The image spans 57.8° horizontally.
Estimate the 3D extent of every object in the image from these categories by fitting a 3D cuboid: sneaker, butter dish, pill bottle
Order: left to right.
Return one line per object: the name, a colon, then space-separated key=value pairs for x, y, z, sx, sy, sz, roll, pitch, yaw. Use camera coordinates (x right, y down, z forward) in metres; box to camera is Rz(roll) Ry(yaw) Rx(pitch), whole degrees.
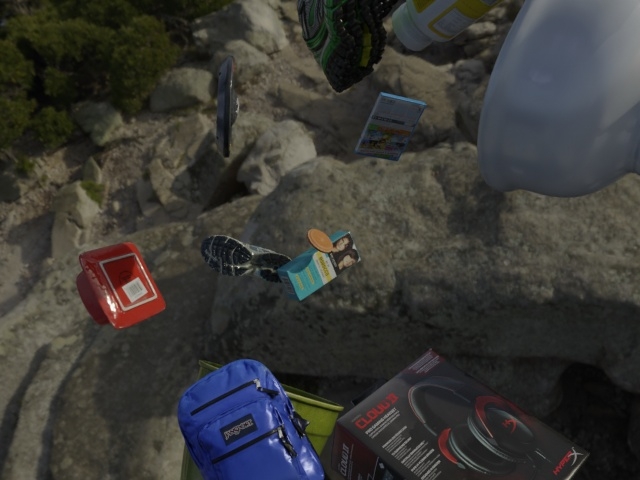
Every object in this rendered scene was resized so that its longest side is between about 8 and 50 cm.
butter dish: x=-0.410 y=0.101 z=1.128 sx=0.118 sy=0.159 sz=0.160 roll=-29 pitch=-1 yaw=22
sneaker: x=-0.219 y=0.061 z=1.735 sx=0.283 sy=0.122 sz=0.110 roll=19 pitch=91 yaw=-3
sneaker: x=0.020 y=-0.350 z=0.821 sx=0.134 sy=0.343 sz=0.146 roll=-38 pitch=80 yaw=-16
pill bottle: x=0.192 y=-0.358 z=0.846 sx=0.184 sy=0.103 sz=0.103 roll=-25 pitch=28 yaw=50

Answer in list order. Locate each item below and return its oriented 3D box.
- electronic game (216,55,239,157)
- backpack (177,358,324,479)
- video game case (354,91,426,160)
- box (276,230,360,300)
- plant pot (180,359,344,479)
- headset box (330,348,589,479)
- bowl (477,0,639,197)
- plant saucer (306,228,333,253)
electronic game: x=-0.211 y=-0.304 z=1.327 sx=0.048 sy=0.229 sz=0.229 roll=3 pitch=44 yaw=-8
backpack: x=-0.059 y=0.158 z=0.475 sx=0.098 sy=0.101 sz=0.120 roll=-23 pitch=72 yaw=-17
video game case: x=0.165 y=-0.268 z=1.385 sx=0.119 sy=0.166 sz=0.015 roll=7 pitch=41 yaw=-21
box: x=-0.001 y=0.071 z=1.682 sx=0.244 sy=0.100 sz=0.060 roll=-32 pitch=19 yaw=-29
plant pot: x=-0.170 y=0.508 z=1.367 sx=0.367 sy=0.366 sz=0.352 roll=11 pitch=76 yaw=28
headset box: x=0.171 y=0.295 z=0.800 sx=0.218 sy=0.110 sz=0.293 roll=-25 pitch=43 yaw=-37
bowl: x=0.305 y=-0.157 z=0.591 sx=0.298 sy=0.297 sz=0.134 roll=-39 pitch=53 yaw=-20
plant saucer: x=0.000 y=0.000 z=1.586 sx=0.013 sy=0.084 sz=0.083 roll=-50 pitch=33 yaw=31
